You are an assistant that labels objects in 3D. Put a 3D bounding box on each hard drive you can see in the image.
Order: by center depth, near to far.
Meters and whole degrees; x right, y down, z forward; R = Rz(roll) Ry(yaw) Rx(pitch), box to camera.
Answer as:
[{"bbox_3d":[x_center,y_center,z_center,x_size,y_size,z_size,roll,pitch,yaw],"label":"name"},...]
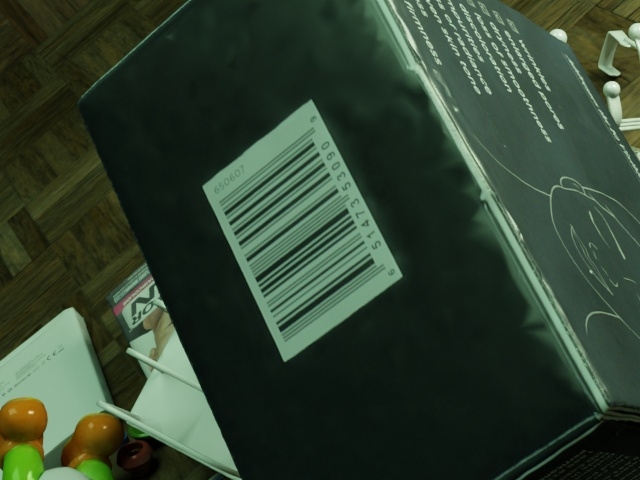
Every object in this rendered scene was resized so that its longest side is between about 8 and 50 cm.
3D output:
[{"bbox_3d":[-0.395,0.232,2.355,0.203,0.040,0.307,-38,30,2],"label":"hard drive"}]

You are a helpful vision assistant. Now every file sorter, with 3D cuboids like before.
[{"bbox_3d":[-0.099,0.116,1.908,0.193,0.173,0.278,25,82,17],"label":"file sorter"}]

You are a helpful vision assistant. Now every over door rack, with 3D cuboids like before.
[{"bbox_3d":[0.338,-0.207,1.947,0.239,0.108,0.324,-5,19,-25],"label":"over door rack"}]

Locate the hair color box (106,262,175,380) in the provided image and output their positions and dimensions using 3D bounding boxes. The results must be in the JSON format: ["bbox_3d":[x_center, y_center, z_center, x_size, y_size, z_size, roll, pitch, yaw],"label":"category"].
[{"bbox_3d":[-0.149,0.121,2.167,0.174,0.105,0.347,-40,30,0],"label":"hair color box"}]

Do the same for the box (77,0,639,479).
[{"bbox_3d":[0.115,0.034,1.416,0.297,0.471,0.480,-37,63,23],"label":"box"}]

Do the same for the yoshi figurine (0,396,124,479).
[{"bbox_3d":[-0.294,0.340,1.940,0.203,0.203,0.362,-20,46,11],"label":"yoshi figurine"}]

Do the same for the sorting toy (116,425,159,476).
[{"bbox_3d":[-0.229,0.266,2.134,0.061,0.042,0.102,-4,31,23],"label":"sorting toy"}]

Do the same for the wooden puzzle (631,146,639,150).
[{"bbox_3d":[0.190,-0.130,1.977,0.348,0.322,0.080,34,109,57],"label":"wooden puzzle"}]

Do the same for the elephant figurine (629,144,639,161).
[{"bbox_3d":[0.408,-0.059,1.653,0.186,0.239,0.169,-46,30,-12],"label":"elephant figurine"}]

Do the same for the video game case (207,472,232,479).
[{"bbox_3d":[-0.115,0.315,1.961,0.087,0.011,0.122,-38,30,3],"label":"video game case"}]
